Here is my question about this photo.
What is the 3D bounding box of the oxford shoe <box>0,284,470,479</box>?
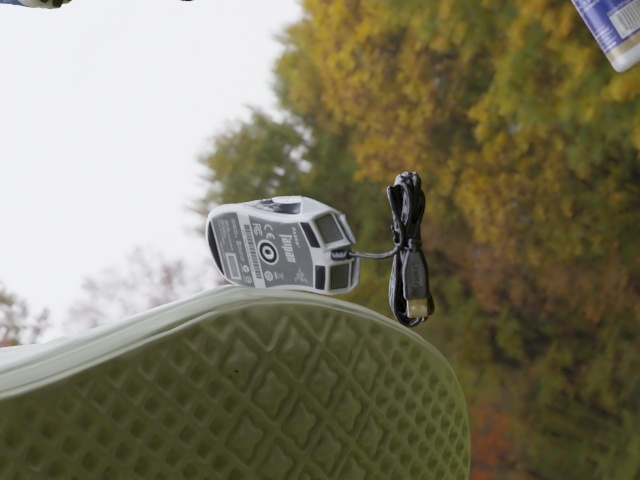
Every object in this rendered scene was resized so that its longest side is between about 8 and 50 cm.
[{"bbox_3d":[-0.105,0.110,0.637,0.449,0.130,0.169,-6,-88,-42],"label":"oxford shoe"}]

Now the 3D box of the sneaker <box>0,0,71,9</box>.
[{"bbox_3d":[-0.292,-0.372,1.445,0.130,0.147,0.330,62,-145,-50],"label":"sneaker"}]

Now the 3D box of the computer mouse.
[{"bbox_3d":[0.000,0.000,0.992,0.042,0.193,0.106,-34,-60,-43],"label":"computer mouse"}]

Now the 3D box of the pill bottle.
[{"bbox_3d":[0.252,-0.248,1.225,0.112,0.186,0.112,-31,-3,-2],"label":"pill bottle"}]
